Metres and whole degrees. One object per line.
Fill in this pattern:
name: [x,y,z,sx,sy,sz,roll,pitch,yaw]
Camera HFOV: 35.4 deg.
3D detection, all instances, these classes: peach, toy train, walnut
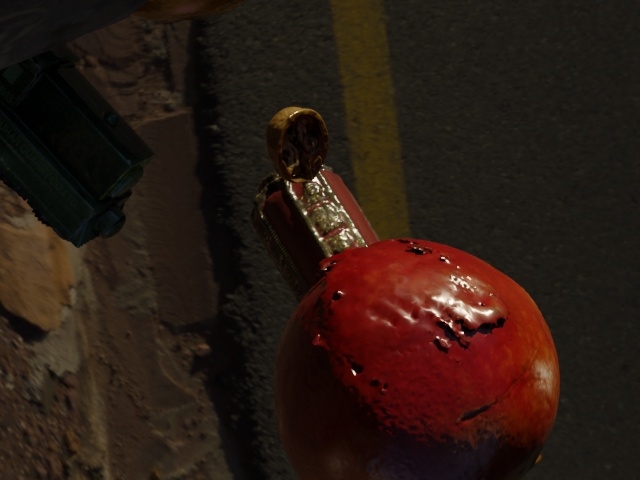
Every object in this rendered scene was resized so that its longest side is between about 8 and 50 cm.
peach: [0.104,0.155,1.172,0.370,0.370,0.370,-2,95,-26]
toy train: [-0.369,-0.155,1.373,0.330,0.138,0.178,47,113,-1]
walnut: [-0.038,-0.132,1.337,0.091,0.052,0.121,-43,143,-20]

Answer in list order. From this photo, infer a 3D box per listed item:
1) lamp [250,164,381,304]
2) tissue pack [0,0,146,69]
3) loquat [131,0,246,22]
lamp: [0.000,0.000,1.673,0.177,0.177,0.274,-25,71,-23]
tissue pack: [-0.140,-0.156,0.308,0.288,0.394,0.124,-22,88,-29]
loquat: [-0.177,-0.436,1.253,0.328,0.359,0.328,-3,105,-12]
